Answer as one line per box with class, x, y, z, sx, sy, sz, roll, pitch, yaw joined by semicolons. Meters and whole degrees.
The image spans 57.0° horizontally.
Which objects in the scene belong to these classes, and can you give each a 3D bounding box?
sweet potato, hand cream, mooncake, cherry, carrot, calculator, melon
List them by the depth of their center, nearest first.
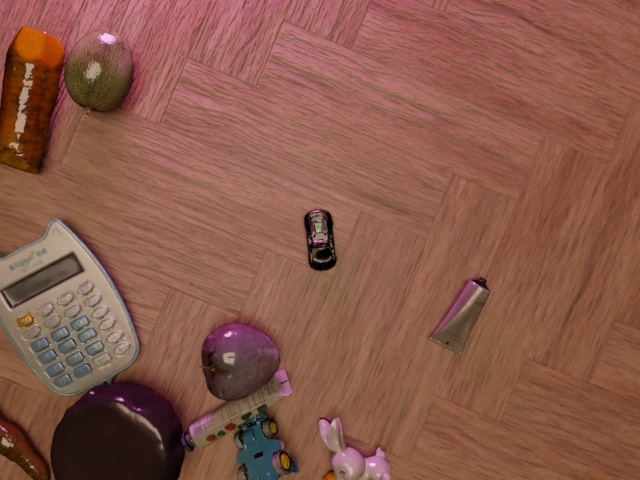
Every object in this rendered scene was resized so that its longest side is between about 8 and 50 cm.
melon;-0.474;-0.355;1.261;0.139;0.139;0.192;17;88;-4
carrot;-0.632;-0.300;1.270;0.114;0.114;0.302;11;91;-3
mooncake;-0.429;0.447;1.272;0.283;0.141;0.283;1;95;10
cherry;-0.182;0.260;1.296;0.176;0.140;0.176;-3;95;-31
sweet potato;-0.689;0.451;1.308;0.067;0.067;0.274;-38;98;-2
calculator;-0.569;0.163;1.312;0.256;0.054;0.386;-28;94;-2
hand cream;-0.189;0.387;1.329;0.276;0.095;0.059;-32;118;1
hand cream;0.334;0.169;1.367;0.087;0.054;0.186;28;96;-8

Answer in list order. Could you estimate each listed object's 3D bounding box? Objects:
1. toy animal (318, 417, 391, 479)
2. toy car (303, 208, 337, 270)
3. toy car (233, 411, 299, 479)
toy animal;0.062;0.498;1.350;0.182;0.131;0.127;27;58;-11
toy car;0.000;0.000;1.339;0.069;0.055;0.142;-6;91;0
toy car;-0.126;0.474;1.340;0.126;0.098;0.161;-29;62;20
